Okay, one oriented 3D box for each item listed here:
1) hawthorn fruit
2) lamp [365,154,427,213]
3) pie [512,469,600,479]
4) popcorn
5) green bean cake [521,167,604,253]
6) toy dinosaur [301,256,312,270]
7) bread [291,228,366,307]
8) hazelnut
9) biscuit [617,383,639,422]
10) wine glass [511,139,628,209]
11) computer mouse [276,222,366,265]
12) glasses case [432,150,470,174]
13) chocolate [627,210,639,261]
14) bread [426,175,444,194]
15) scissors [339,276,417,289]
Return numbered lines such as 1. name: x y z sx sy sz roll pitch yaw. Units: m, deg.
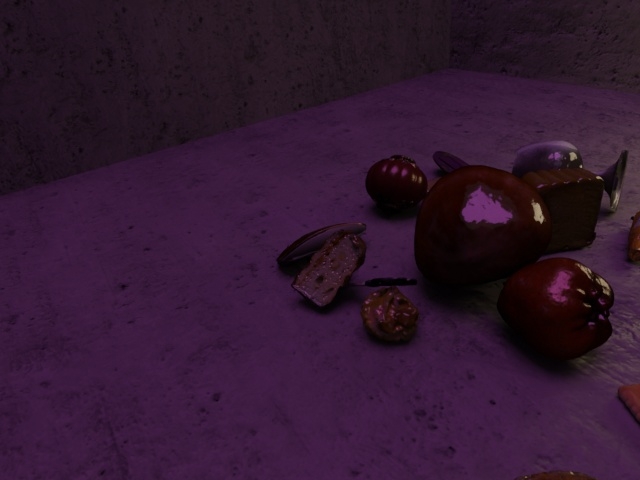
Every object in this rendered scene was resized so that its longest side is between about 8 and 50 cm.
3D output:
1. hawthorn fruit: 0.516 0.145 1.030 0.224 0.224 0.260 -23 13 -23
2. lamp: 0.271 -0.196 1.629 0.226 0.227 0.227 -5 31 3
3. pie: 0.390 0.458 0.646 0.307 0.086 0.308 -6 31 4
4. popcorn: 0.170 0.184 1.115 0.145 0.126 0.126 29 65 20
5. green bean cake: 0.686 -0.089 1.335 0.232 0.236 0.124 -8 28 -6
6. toy dinosaur: -0.036 0.098 1.354 0.049 0.055 0.154 -8 33 6
7. bread: 0.033 0.079 1.244 0.128 0.088 0.232 40 94 27
8. hazelnut: 0.416 -0.031 1.207 0.365 0.366 0.366 -5 31 3
9. biscuit: 0.724 0.321 0.851 0.249 0.030 0.160 -7 31 1
10. wine glass: 0.830 -0.219 1.524 0.322 0.238 0.238 16 38 36
11. computer mouse: 0.000 0.000 1.445 0.310 0.072 0.158 -21 -2 -20
12. glasses case: 0.549 -0.279 1.792 0.123 0.076 0.316 21 22 -24
13. chocolate: 0.938 -0.012 1.309 0.085 0.086 0.219 17 41 34
14. bread: 0.463 -0.201 1.755 0.192 0.036 0.112 -20 36 -28
15. scissors: 0.122 0.117 1.207 0.109 0.022 0.299 9 -14 -38
